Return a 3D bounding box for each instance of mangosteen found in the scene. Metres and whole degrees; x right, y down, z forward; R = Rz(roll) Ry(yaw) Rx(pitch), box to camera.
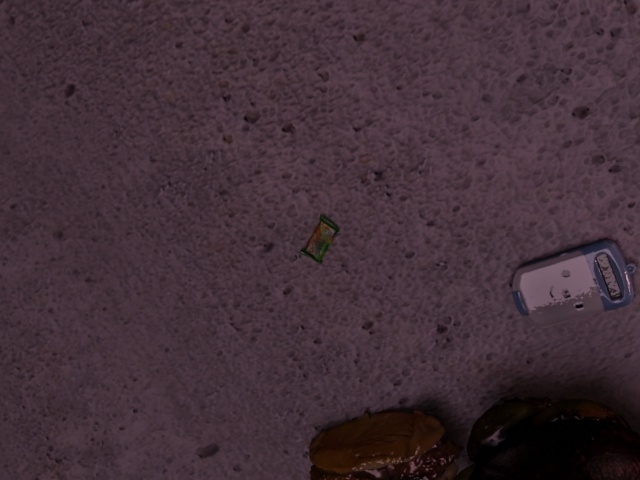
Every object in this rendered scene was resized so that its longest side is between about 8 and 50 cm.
[{"bbox_3d":[0.378,0.448,1.621,0.421,0.381,0.381,40,120,36],"label":"mangosteen"}]

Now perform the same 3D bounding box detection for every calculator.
[{"bbox_3d":[0.426,0.074,1.692,0.210,0.039,0.121,-18,103,22],"label":"calculator"}]

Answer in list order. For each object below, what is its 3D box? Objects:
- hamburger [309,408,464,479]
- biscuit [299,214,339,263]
[{"bbox_3d":[0.098,0.414,1.849,0.282,0.245,0.155,7,125,64],"label":"hamburger"},{"bbox_3d":[0.000,0.000,1.820,0.046,0.016,0.089,33,115,6],"label":"biscuit"}]
